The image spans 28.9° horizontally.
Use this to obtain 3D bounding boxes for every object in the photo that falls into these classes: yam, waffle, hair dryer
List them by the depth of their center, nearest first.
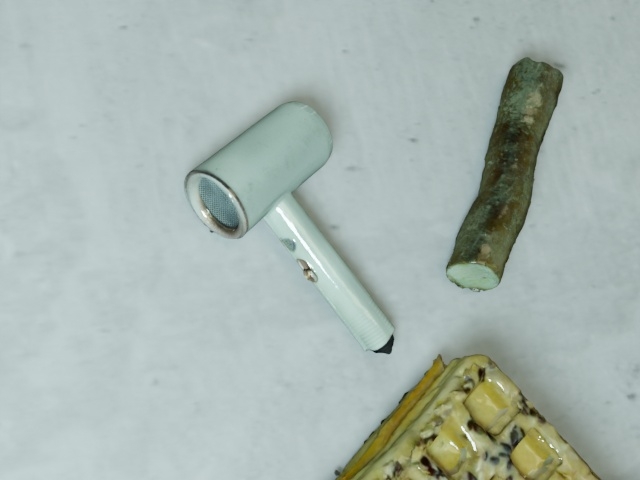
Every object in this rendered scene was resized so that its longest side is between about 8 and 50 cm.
[{"bbox_3d":[0.162,0.310,1.048,0.376,0.114,0.261,47,62,-3],"label":"waffle"},{"bbox_3d":[0.000,0.000,1.106,0.131,0.073,0.236,-40,94,-31],"label":"hair dryer"},{"bbox_3d":[0.184,-0.066,1.218,0.061,0.061,0.253,28,64,-14],"label":"yam"}]
